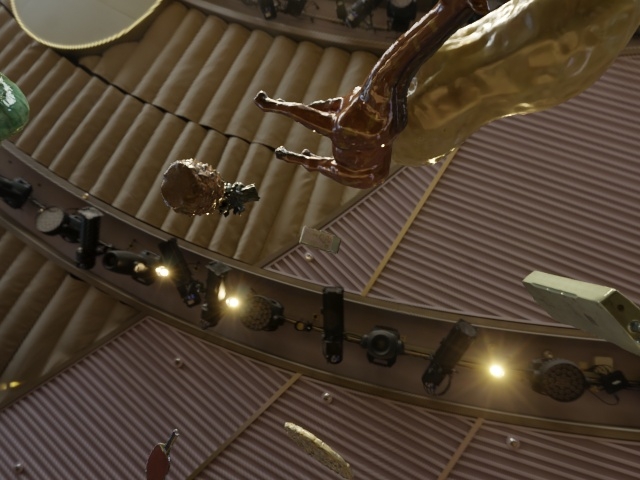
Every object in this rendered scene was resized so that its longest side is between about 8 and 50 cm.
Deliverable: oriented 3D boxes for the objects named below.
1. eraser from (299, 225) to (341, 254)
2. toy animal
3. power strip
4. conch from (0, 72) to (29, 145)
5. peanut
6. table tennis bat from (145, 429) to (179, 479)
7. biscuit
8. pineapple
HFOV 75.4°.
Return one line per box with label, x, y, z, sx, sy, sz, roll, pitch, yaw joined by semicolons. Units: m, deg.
eraser;0.000;0.000;0.865;0.083;0.019;0.038;19;-106;-13
toy animal;0.039;-0.129;0.378;0.229;0.224;0.066;12;-123;31
power strip;0.319;0.081;0.501;0.029;0.227;0.080;-41;-90;3
conch;-0.677;-0.260;0.824;0.175;0.122;0.188;14;-111;3
peanut;0.180;-0.185;0.473;0.313;0.149;0.149;-14;-109;43
table tennis bat;-0.227;0.311;0.595;0.050;0.007;0.083;31;-88;42
biscuit;-0.003;0.378;0.747;0.152;0.152;0.020;31;-120;16
pineapple;-0.243;-0.112;0.966;0.128;0.248;0.128;-1;-93;27
